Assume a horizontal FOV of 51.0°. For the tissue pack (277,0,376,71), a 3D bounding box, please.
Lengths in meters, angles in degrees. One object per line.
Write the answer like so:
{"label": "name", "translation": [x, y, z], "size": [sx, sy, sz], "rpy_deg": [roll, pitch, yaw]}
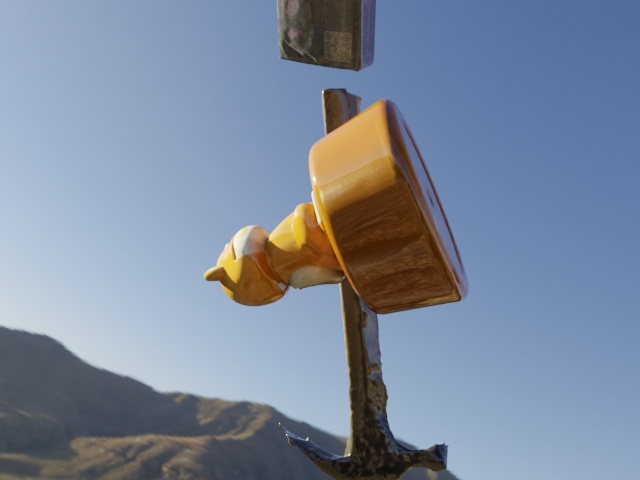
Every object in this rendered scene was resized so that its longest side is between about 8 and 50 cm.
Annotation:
{"label": "tissue pack", "translation": [0.006, -0.276, 0.749], "size": [0.112, 0.051, 0.156], "rpy_deg": [17, -54, 27]}

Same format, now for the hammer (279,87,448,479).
{"label": "hammer", "translation": [0.027, 0.030, 0.500], "size": [0.125, 0.297, 0.027], "rpy_deg": [-3, -4, -7]}

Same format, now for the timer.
{"label": "timer", "translation": [0.000, 0.000, 0.427], "size": [0.152, 0.132, 0.132], "rpy_deg": [-22, -38, 14]}
